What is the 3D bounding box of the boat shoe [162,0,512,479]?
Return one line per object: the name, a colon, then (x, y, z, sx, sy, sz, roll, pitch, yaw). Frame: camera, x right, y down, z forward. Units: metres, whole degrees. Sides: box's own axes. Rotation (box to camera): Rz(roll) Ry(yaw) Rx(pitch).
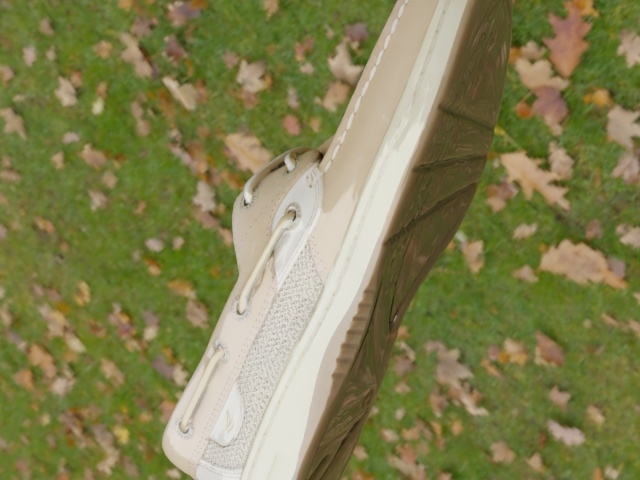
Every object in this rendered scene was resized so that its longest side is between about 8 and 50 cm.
boat shoe: (0.000, 0.000, 0.596, 0.110, 0.121, 0.341, 28, 104, 21)
